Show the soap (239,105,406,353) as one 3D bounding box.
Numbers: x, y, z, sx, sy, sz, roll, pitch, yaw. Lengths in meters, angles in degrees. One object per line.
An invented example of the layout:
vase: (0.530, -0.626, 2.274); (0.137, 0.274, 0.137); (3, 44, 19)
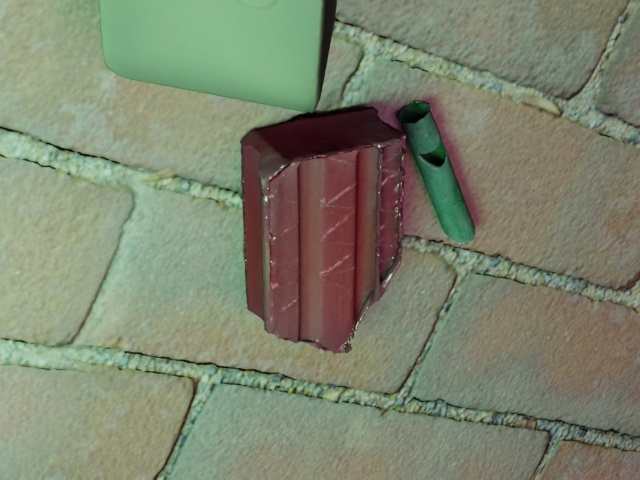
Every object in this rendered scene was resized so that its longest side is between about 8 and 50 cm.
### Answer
soap: (0.000, 0.000, 1.365); (0.162, 0.099, 0.250); (-14, 123, -25)

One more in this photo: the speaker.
speaker: (-0.073, -0.303, 1.022); (0.184, 0.183, 0.406); (6, 133, 2)

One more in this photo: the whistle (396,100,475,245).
whistle: (0.129, -0.070, 1.444); (0.039, 0.039, 0.186); (-34, 130, -11)
